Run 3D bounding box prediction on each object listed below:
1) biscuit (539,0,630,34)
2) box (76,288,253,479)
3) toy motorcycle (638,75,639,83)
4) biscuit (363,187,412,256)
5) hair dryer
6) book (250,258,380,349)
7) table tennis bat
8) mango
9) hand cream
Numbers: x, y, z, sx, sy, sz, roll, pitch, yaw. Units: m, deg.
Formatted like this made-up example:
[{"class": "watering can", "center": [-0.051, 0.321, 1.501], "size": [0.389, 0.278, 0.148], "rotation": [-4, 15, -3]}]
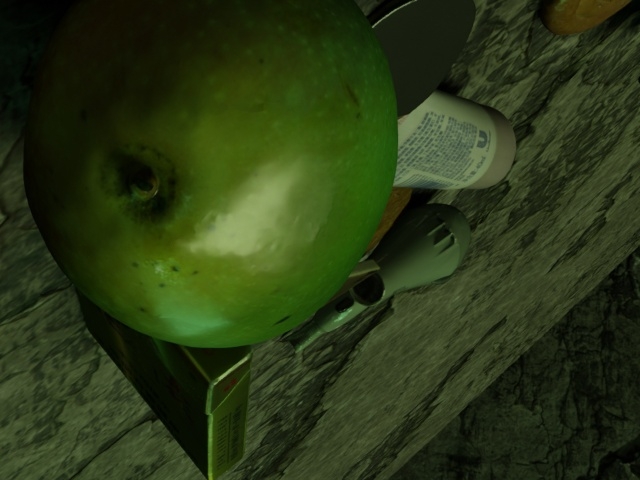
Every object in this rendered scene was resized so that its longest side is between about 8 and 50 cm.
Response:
[{"class": "biscuit", "center": [0.267, -0.246, 1.542], "size": [0.144, 0.033, 0.224], "rotation": [-40, 166, 0]}, {"class": "box", "center": [-0.120, 0.074, 1.229], "size": [0.043, 0.173, 0.311], "rotation": [-37, 167, -15]}, {"class": "toy motorcycle", "center": [0.435, -0.264, 1.789], "size": [0.270, 0.106, 0.159], "rotation": [-51, 170, -1]}, {"class": "biscuit", "center": [0.000, 0.000, 1.588], "size": [0.226, 0.042, 0.226], "rotation": [-36, 167, -10]}, {"class": "hair dryer", "center": [0.040, 0.061, 1.779], "size": [0.267, 0.092, 0.229], "rotation": [-39, 176, 13]}, {"class": "book", "center": [-0.053, 0.075, 1.473], "size": [0.198, 0.016, 0.138], "rotation": [-34, 169, 25]}, {"class": "table tennis bat", "center": [0.044, -0.111, 1.336], "size": [0.138, 0.022, 0.246], "rotation": [-14, 148, -37]}, {"class": "mango", "center": [-0.051, -0.050, 0.953], "size": [0.201, 0.225, 0.382], "rotation": [3, 175, 10]}, {"class": "hand cream", "center": [0.079, -0.089, 1.477], "size": [0.133, 0.083, 0.248], "rotation": [-47, 153, 23]}]
